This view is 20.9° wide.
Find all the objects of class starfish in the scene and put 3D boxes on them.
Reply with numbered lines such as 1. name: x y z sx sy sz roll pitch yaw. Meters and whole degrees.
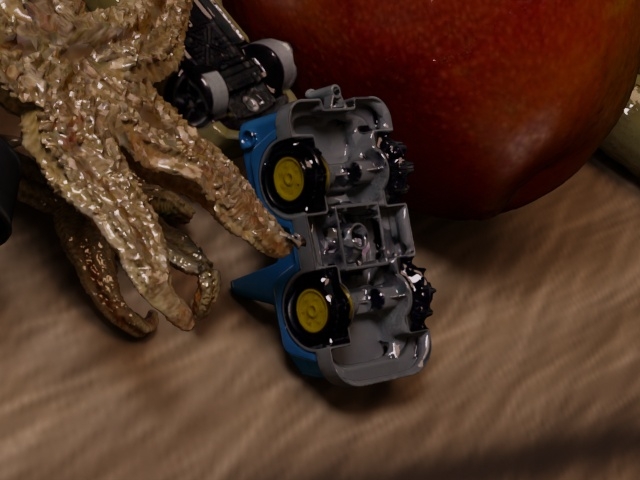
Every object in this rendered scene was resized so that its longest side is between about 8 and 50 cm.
1. starfish: -0.124 -0.089 1.006 0.299 0.060 0.302 -21 81 -58
2. starfish: -0.139 -0.032 1.082 0.150 0.053 0.209 11 38 -39

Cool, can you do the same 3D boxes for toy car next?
1. toy car: 0.000 0.000 1.111 0.097 0.100 0.191 -7 85 -46
2. toy car: -0.134 -0.146 1.170 0.256 0.124 0.101 51 39 7

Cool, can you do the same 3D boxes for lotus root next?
1. lotus root: 0.306 -0.081 1.510 0.183 0.077 0.090 30 24 -9

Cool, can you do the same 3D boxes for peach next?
1. peach: 0.087 -0.169 1.256 0.308 0.308 0.332 3 60 -39

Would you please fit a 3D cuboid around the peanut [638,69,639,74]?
1. peanut: 0.276 -0.216 1.606 0.305 0.147 0.147 -4 50 -46

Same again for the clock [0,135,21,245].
1. clock: -0.244 -0.044 0.897 0.184 0.184 0.040 20 71 -21
